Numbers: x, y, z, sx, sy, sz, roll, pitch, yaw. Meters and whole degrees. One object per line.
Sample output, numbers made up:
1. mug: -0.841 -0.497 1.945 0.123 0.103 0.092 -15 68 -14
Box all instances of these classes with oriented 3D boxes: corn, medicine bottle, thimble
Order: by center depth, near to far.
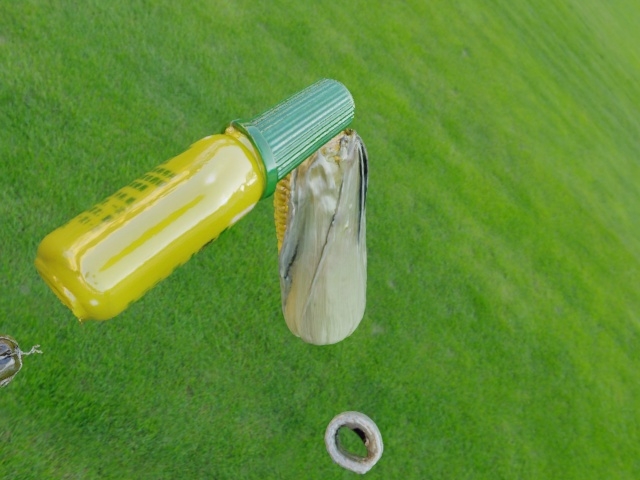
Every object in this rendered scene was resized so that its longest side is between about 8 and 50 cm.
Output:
1. medicine bottle: -0.086 -0.052 0.424 0.309 0.111 0.076 -42 121 -26
2. corn: 0.004 0.001 0.650 0.124 0.305 0.122 -4 32 -2
3. thimble: 0.067 0.396 0.990 0.115 0.102 0.090 53 -2 16

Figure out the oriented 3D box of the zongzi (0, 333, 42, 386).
1. zongzi: -0.503 0.144 0.639 0.187 0.084 0.184 -38 101 -6
